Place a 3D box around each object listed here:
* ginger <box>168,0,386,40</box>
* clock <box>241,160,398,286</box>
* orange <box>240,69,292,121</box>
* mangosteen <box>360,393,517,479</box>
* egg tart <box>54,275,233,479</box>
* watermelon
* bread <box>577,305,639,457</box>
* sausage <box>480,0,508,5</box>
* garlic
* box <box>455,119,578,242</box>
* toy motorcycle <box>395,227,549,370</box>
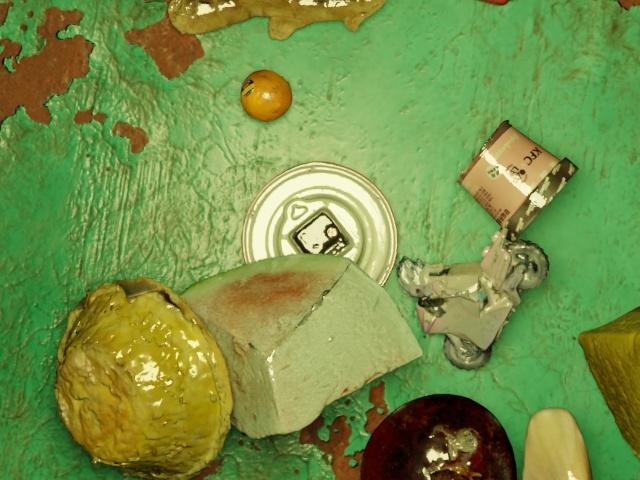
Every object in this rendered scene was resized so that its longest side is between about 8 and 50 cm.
[{"bbox_3d":[-0.065,-0.377,1.558,0.333,0.081,0.148,6,94,-1],"label":"ginger"},{"bbox_3d":[0.000,0.000,1.568,0.244,0.056,0.244,0,88,-1],"label":"clock"},{"bbox_3d":[-0.083,-0.222,1.556,0.083,0.083,0.084,0,89,-2],"label":"orange"},{"bbox_3d":[0.179,0.343,1.465,0.235,0.261,0.236,0,87,-1],"label":"mangosteen"},{"bbox_3d":[-0.274,0.213,1.448,0.341,0.132,0.341,11,110,33],"label":"egg tart"},{"bbox_3d":[-0.052,0.171,1.441,0.387,0.258,0.228,-5,124,10],"label":"watermelon"},{"bbox_3d":[0.549,0.184,1.431,0.233,0.362,0.245,-25,87,-3],"label":"bread"},{"bbox_3d":[0.184,-0.412,1.591,0.253,0.034,0.034,17,89,-2],"label":"sausage"},{"bbox_3d":[0.341,0.357,1.492,0.110,0.228,0.217,-1,86,5],"label":"garlic"},{"bbox_3d":[0.292,-0.096,1.538,0.135,0.151,0.151,43,88,9],"label":"box"},{"bbox_3d":[0.210,0.069,1.534,0.204,0.108,0.239,32,104,6],"label":"toy motorcycle"}]
